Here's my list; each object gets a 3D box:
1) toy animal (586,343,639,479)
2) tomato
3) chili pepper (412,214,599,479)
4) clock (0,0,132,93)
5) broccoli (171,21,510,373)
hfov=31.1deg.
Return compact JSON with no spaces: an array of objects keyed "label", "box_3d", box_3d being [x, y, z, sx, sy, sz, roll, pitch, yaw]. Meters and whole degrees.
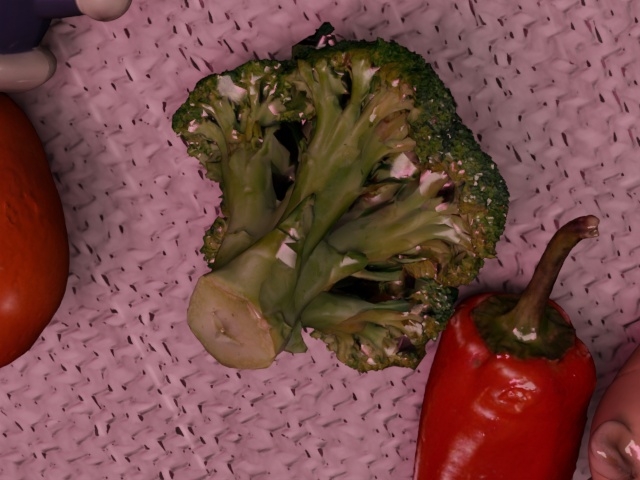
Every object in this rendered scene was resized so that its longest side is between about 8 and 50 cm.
[{"label":"toy animal","box_3d":[0.309,0.125,0.886,0.250,0.154,0.166,-37,134,-13]},{"label":"tomato","box_3d":[-0.304,0.004,0.849,0.260,0.180,0.259,-5,73,18]},{"label":"chili pepper","box_3d":[0.150,0.111,0.910,0.135,0.131,0.338,13,113,23]},{"label":"clock","box_3d":[-0.206,-0.229,0.802,0.200,0.146,0.243,37,106,14]},{"label":"broccoli","box_3d":[0.000,0.000,0.816,0.254,0.269,0.269,-15,109,36]}]
